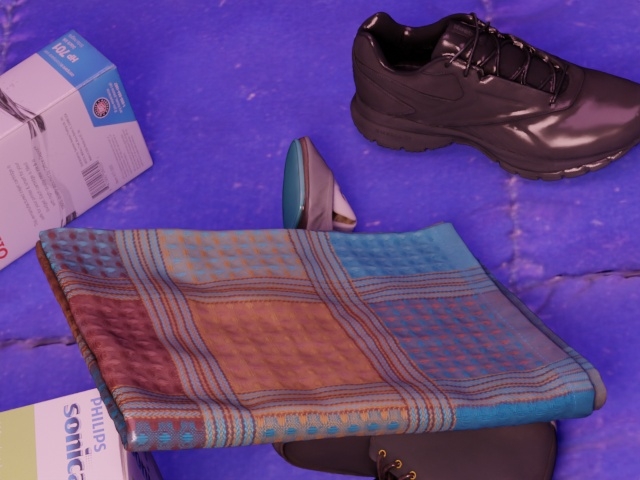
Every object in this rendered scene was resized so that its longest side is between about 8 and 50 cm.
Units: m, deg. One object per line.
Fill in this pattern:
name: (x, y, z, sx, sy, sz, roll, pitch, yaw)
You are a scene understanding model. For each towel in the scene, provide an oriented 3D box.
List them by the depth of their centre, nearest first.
towel: (-0.003, 0.059, 1.135, 0.370, 0.040, 0.271, 0, 29, -26)

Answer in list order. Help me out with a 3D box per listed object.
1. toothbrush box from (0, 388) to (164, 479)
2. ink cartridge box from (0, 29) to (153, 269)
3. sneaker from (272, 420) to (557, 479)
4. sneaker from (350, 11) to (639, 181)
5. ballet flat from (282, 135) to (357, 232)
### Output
toothbrush box: (-0.247, 0.236, 1.080, 0.283, 0.206, 0.122, -15, 48, 0)
ink cartridge box: (-0.265, -0.081, 1.399, 0.190, 0.140, 0.082, -35, 52, -16)
sneaker: (0.065, 0.174, 1.139, 0.222, 0.083, 0.118, -2, 50, 11)
sneaker: (0.155, -0.136, 1.354, 0.286, 0.130, 0.109, 7, 50, 17)
ballet flat: (0.000, 0.000, 1.328, 0.068, 0.072, 0.213, 12, 49, -12)
